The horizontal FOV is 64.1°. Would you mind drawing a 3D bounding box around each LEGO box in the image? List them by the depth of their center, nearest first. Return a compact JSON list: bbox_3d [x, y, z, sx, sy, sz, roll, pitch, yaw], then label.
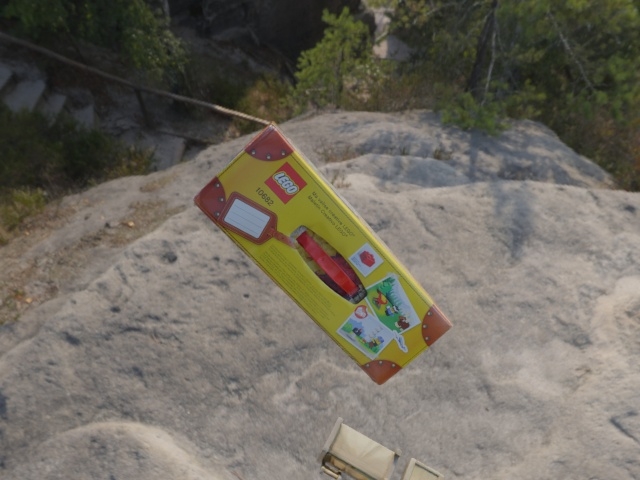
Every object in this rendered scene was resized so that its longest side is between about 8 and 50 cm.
[{"bbox_3d":[0.000,0.000,1.081,0.193,0.372,0.500,-42,104,6],"label":"LEGO box"}]

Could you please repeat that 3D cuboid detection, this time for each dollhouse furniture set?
[{"bbox_3d":[0.066,0.400,0.787,0.182,0.101,0.160,27,57,10],"label":"dollhouse furniture set"}]
